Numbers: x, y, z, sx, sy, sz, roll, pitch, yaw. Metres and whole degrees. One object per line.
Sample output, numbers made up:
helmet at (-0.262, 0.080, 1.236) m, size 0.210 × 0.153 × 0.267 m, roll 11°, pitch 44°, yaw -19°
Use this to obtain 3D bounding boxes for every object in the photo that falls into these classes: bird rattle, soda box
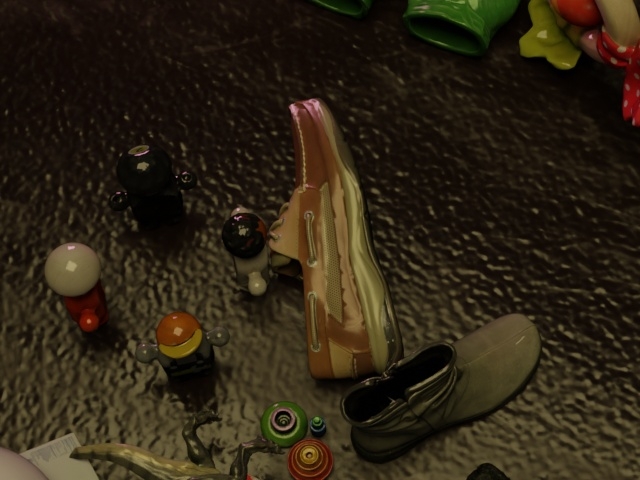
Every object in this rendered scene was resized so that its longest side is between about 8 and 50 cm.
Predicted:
bird rattle at (0.299, -0.243, 1.839) m, size 0.143 × 0.207 × 0.253 m, roll -29°, pitch 33°, yaw 1°
soda box at (-0.241, 0.311, 1.709) m, size 0.069 × 0.074 × 0.216 m, roll -19°, pitch 66°, yaw -32°

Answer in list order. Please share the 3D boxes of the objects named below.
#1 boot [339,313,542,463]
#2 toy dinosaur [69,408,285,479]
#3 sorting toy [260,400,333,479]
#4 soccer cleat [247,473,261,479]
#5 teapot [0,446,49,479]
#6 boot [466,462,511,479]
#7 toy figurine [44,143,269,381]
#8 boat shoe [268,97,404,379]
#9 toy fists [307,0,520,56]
boot at (0.133, 0.141, 1.726) m, size 0.247 × 0.161 × 0.083 m, roll -32°, pitch 71°, yaw -10°
toy dinosaur at (-0.113, 0.240, 1.709) m, size 0.268 × 0.064 × 0.118 m, roll 31°, pitch 75°, yaw 3°
sorting toy at (-0.021, 0.207, 1.769) m, size 0.061 × 0.042 × 0.102 m, roll -34°, pitch 70°, yaw -11°
soccer cleat at (-0.054, 0.267, 1.756) m, size 0.083 × 0.029 × 0.035 m, roll 42°, pitch 67°, yaw 13°
teapot at (-0.378, 0.312, 1.622) m, size 0.256 × 0.187 × 0.252 m, roll -4°, pitch 83°, yaw 29°
boot at (0.270, 0.290, 1.678) m, size 0.260 × 0.131 × 0.348 m, roll 34°, pitch 73°, yaw 14°
toy figurine at (-0.166, 0.026, 1.790) m, size 0.210 × 0.148 × 0.213 m, roll 32°, pitch 72°, yaw 15°
boat shoe at (0.000, 0.000, 1.813) m, size 0.120 × 0.122 × 0.324 m, roll -15°, pitch 68°, yaw 2°
toy fists at (0.102, -0.326, 1.954) m, size 0.279 × 0.096 × 0.142 m, roll 19°, pitch 69°, yaw 11°
